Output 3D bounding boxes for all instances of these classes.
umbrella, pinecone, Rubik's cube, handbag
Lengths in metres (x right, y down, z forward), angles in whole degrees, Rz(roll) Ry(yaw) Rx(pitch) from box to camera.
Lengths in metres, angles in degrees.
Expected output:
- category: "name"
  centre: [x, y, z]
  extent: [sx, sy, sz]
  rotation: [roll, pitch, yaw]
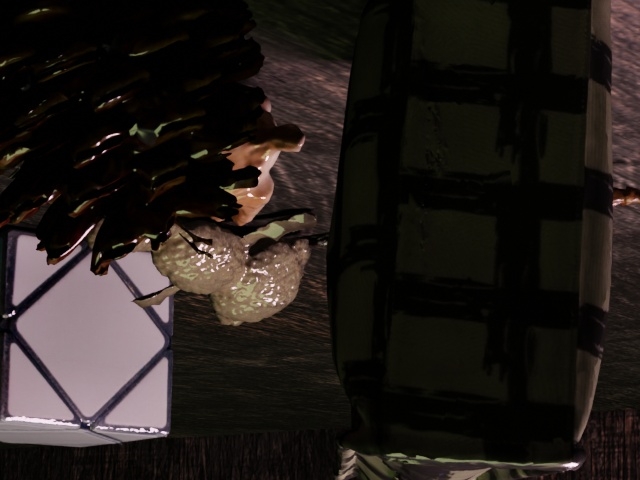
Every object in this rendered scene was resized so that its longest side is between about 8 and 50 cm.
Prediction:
- category: "umbrella"
  centre: [-0.002, 0.001, 2.031]
  extent: [0.122, 0.013, 0.022]
  rotation: [-8, -173, 33]
- category: "pinecone"
  centre: [-0.134, -0.078, 1.192]
  extent: [0.221, 0.221, 0.221]
  rotation: [1, 168, 0]
- category: "Rubik's cube"
  centre: [-0.291, 0.111, 2.109]
  extent: [0.207, 0.205, 0.205]
  rotation: [8, 167, -35]
- category: "handbag"
  centre: [0.083, 0.001, 1.254]
  extent: [0.162, 0.325, 0.327]
  rotation: [5, 167, -2]

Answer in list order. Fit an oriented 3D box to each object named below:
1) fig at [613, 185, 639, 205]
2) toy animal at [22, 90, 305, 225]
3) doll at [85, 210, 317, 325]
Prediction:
- category: "fig"
  centre: [0.202, -0.023, 1.695]
  extent: [0.201, 0.134, 0.146]
  rotation: [-26, 142, -1]
- category: "toy animal"
  centre: [-0.124, -0.073, 1.474]
  extent: [0.185, 0.104, 0.184]
  rotation: [11, 167, -22]
- category: "doll"
  centre: [-0.127, 0.017, 1.943]
  extent: [0.286, 0.091, 0.203]
  rotation: [-4, 140, -37]
